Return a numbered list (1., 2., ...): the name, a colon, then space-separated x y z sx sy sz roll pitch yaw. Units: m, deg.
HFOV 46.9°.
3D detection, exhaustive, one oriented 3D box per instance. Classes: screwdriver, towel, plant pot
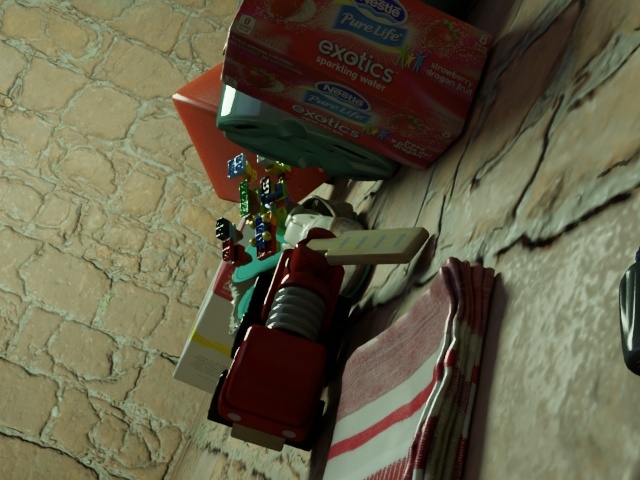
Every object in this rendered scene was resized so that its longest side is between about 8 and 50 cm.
1. screwdriver: 0.151 -0.008 0.332 0.170 0.025 0.024 -61 1 -42
2. towel: 0.025 0.193 0.504 0.237 0.037 0.329 122 169 -54
3. plant pot: 0.021 -0.275 1.013 0.341 0.341 0.334 157 128 -80
4. plant pot: -0.084 -0.222 1.475 0.267 0.267 0.236 -39 41 -23

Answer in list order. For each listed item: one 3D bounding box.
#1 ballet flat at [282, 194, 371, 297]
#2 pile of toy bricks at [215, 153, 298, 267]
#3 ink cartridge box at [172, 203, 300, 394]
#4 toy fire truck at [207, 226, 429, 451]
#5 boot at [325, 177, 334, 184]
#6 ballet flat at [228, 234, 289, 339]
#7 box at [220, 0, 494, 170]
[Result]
1. ballet flat: 0.000 0.000 1.030 0.316 0.106 0.107 -105 39 -78
2. pile of toy bricks: -0.083 -0.043 1.139 0.118 0.105 0.212 -26 51 30
3. ink cartridge box: -0.162 0.122 1.605 0.279 0.160 0.384 -75 12 -52
4. toy fire truck: -0.005 0.080 0.762 0.246 0.159 0.217 106 -178 -51
5. boot: 0.010 -0.187 1.672 0.219 0.082 0.106 -106 37 -82
6. ballet flat: -0.062 0.094 1.102 0.409 0.147 0.147 -87 22 -72
7. box: 0.035 -0.195 0.794 0.122 0.257 0.128 131 162 -72
